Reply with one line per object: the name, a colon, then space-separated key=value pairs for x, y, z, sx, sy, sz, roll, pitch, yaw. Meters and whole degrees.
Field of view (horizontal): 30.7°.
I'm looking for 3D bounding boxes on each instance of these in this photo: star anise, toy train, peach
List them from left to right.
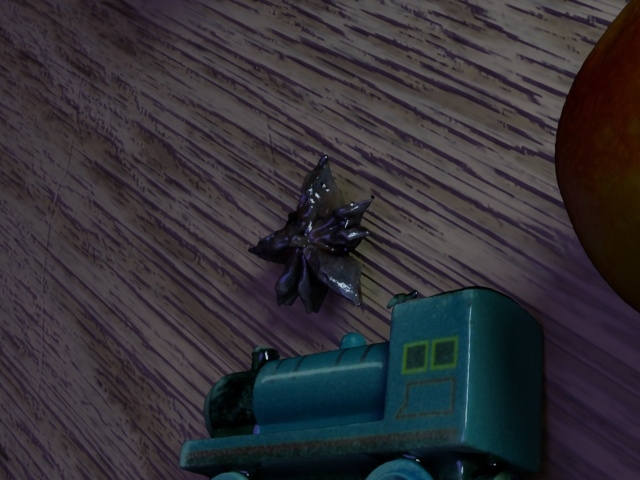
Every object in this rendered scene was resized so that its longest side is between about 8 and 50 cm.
star anise: x=0.003 y=0.010 z=0.934 sx=0.124 sy=0.056 sz=0.129 roll=-51 pitch=49 yaw=20
toy train: x=0.022 y=0.149 z=0.841 sx=0.298 sy=0.120 sz=0.194 roll=-14 pitch=61 yaw=40
peach: x=0.242 y=-0.048 z=0.615 sx=0.231 sy=0.231 sz=0.231 roll=-14 pitch=68 yaw=40
